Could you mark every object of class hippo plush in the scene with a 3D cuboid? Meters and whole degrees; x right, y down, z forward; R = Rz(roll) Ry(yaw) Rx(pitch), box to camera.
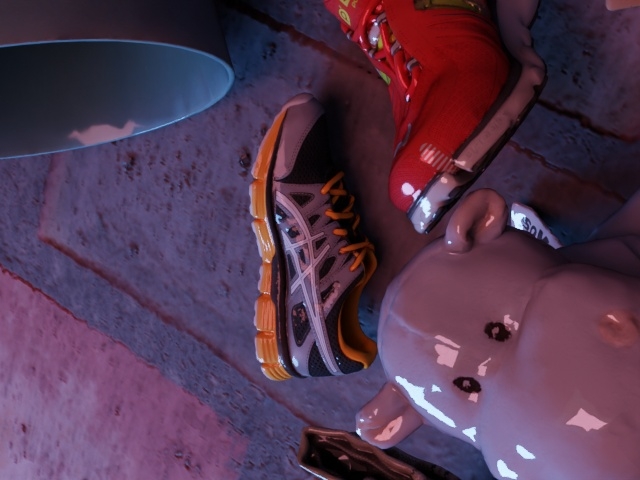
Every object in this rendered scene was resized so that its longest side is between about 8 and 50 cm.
[{"bbox_3d":[0.151,0.031,0.733,0.294,0.236,0.234,35,104,39],"label":"hippo plush"}]

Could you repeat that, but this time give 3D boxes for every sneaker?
[{"bbox_3d":[0.000,0.000,0.967,0.083,0.084,0.215,5,111,20],"label":"sneaker"},{"bbox_3d":[0.052,-0.107,0.765,0.118,0.279,0.107,30,122,-13],"label":"sneaker"}]

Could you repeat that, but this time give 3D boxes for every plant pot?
[{"bbox_3d":[-0.222,-0.203,0.938,0.293,0.293,0.235,-16,80,37],"label":"plant pot"}]

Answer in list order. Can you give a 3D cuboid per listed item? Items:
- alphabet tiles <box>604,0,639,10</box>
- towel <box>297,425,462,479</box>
[{"bbox_3d":[0.205,-0.289,0.640,0.285,0.011,0.343,-10,115,1],"label":"alphabet tiles"},{"bbox_3d":[0.160,0.217,0.807,0.312,0.324,0.056,27,78,26],"label":"towel"}]
